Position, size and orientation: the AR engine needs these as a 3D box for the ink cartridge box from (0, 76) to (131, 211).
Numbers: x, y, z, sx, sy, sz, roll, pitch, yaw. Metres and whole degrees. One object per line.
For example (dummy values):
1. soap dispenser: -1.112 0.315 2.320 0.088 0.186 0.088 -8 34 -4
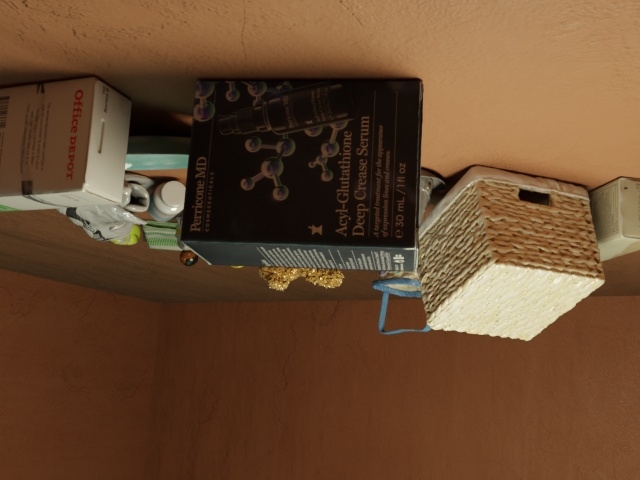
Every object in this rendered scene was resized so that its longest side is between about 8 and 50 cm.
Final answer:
1. ink cartridge box: -0.504 -0.168 1.406 0.289 0.211 0.121 -1 169 21

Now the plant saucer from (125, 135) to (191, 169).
1. plant saucer: -0.361 -0.180 1.586 0.317 0.043 0.317 -3 180 0

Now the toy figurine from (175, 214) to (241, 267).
1. toy figurine: -0.276 -0.012 2.055 0.213 0.148 0.209 1 -159 6

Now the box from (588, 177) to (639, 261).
1. box: 0.691 -0.040 1.859 0.121 0.148 0.311 5 169 -10

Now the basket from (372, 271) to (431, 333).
1. basket: 0.292 0.170 2.587 0.201 0.289 0.255 12 164 -35

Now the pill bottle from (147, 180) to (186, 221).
1. pill bottle: -0.393 -0.103 1.978 0.087 0.087 0.160 8 167 -22

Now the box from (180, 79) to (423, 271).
1. box: -0.019 -0.110 1.362 0.395 0.293 0.212 1 167 7

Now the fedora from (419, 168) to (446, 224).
1. fedora: 0.172 -0.086 1.820 0.244 0.124 0.275 0 167 17

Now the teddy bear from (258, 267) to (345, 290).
1. teddy bear: -0.007 0.022 2.112 0.338 0.245 0.113 3 161 -8

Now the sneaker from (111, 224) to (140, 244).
1. sneaker: -0.656 -0.029 2.384 0.126 0.091 0.240 2 169 8

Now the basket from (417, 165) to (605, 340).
1. basket: 0.432 0.038 1.798 0.328 0.266 0.331 9 144 -21

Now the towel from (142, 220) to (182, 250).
1. towel: -0.465 -0.007 2.567 0.248 0.038 0.325 6 168 -9

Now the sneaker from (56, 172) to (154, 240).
1. sneaker: -0.519 -0.081 1.990 0.210 0.137 0.366 3 165 13
